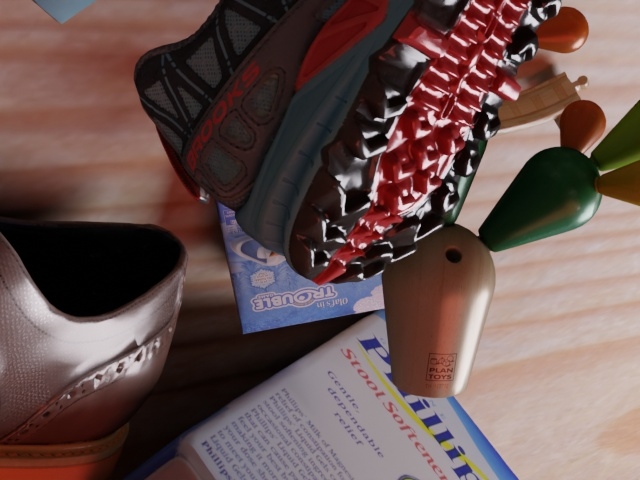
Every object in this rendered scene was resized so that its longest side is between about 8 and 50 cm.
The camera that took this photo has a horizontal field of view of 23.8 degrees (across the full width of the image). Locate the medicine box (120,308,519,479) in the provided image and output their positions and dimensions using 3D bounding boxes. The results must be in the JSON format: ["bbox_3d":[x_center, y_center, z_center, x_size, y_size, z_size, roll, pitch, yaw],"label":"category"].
[{"bbox_3d":[-0.060,0.191,0.794,0.263,0.149,0.289,-39,175,21],"label":"medicine box"}]

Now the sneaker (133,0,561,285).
[{"bbox_3d":[0.027,-0.123,0.493,0.262,0.125,0.104,-57,152,0],"label":"sneaker"}]

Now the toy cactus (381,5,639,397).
[{"bbox_3d":[0.060,-0.020,0.645,0.219,0.112,0.180,-4,107,-22],"label":"toy cactus"}]

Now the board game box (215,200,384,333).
[{"bbox_3d":[0.000,0.000,0.716,0.090,0.020,0.090,-11,133,-2],"label":"board game box"}]

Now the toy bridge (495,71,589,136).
[{"bbox_3d":[0.047,-0.033,0.741,0.188,0.026,0.063,-29,151,7],"label":"toy bridge"}]

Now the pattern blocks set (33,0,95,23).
[{"bbox_3d":[-0.186,-0.117,0.399,0.285,0.026,0.325,-27,152,1],"label":"pattern blocks set"}]

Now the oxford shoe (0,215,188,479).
[{"bbox_3d":[-0.195,0.023,0.559,0.363,0.130,0.133,6,121,-55],"label":"oxford shoe"}]
